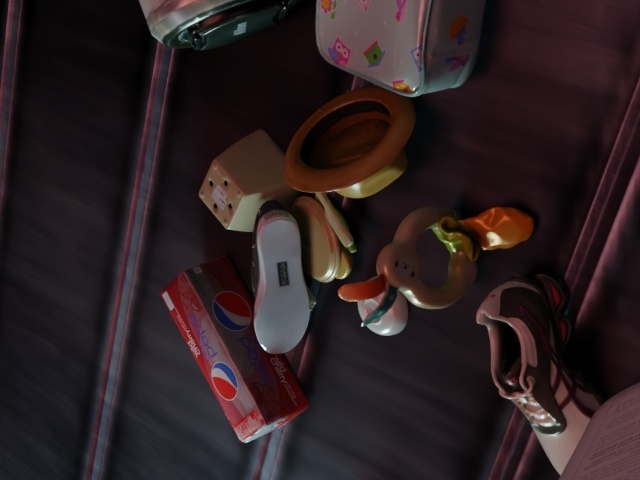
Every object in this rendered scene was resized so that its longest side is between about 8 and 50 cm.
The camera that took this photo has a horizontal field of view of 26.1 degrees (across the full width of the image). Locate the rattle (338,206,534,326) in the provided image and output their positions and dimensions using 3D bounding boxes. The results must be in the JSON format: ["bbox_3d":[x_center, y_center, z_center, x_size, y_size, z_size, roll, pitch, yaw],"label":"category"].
[{"bbox_3d":[0.139,0.034,1.632,0.142,0.199,0.130,15,115,43],"label":"rattle"}]

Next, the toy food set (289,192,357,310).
[{"bbox_3d":[0.000,0.000,1.898,0.132,0.038,0.192,60,149,20],"label":"toy food set"}]

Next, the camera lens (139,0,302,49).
[{"bbox_3d":[-0.149,-0.396,1.763,0.219,0.219,0.274,-22,88,49],"label":"camera lens"}]

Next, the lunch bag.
[{"bbox_3d":[0.091,-0.325,1.617,0.224,0.107,0.279,29,122,44],"label":"lunch bag"}]

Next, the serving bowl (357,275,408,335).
[{"bbox_3d":[0.078,0.090,1.848,0.083,0.027,0.083,18,117,41],"label":"serving bowl"}]

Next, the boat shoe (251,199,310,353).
[{"bbox_3d":[-0.063,0.048,1.923,0.076,0.080,0.229,-112,14,-57],"label":"boat shoe"}]

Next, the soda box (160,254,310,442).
[{"bbox_3d":[-0.127,0.160,2.045,0.083,0.092,0.263,-41,73,46],"label":"soda box"}]

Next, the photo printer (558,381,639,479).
[{"bbox_3d":[0.342,0.258,1.417,0.107,0.307,0.256,46,137,-6],"label":"photo printer"}]

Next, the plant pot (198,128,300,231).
[{"bbox_3d":[-0.104,-0.075,1.929,0.109,0.096,0.109,49,134,22],"label":"plant pot"}]

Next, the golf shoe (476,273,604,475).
[{"bbox_3d":[0.256,0.177,1.625,0.105,0.120,0.273,-21,91,47],"label":"golf shoe"}]

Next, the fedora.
[{"bbox_3d":[0.047,-0.110,1.743,0.194,0.194,0.079,8,147,45],"label":"fedora"}]
